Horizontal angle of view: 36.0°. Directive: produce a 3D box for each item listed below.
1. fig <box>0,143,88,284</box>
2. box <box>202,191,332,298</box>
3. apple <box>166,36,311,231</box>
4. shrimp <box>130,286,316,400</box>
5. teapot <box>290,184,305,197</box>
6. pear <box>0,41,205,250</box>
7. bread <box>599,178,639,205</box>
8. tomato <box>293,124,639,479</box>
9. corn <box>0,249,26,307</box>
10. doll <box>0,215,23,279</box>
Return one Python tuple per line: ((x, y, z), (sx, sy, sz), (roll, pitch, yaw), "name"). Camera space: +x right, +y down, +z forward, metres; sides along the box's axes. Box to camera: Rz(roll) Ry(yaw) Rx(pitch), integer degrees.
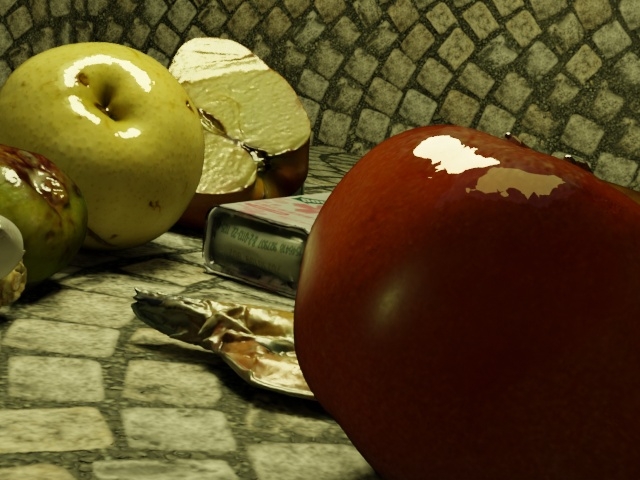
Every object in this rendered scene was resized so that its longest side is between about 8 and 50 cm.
((-0.383, -0.026, 1.179), (0.191, 0.181, 0.181), (-19, -4, 28), "fig")
((0.000, 0.000, 1.487), (0.190, 0.112, 0.370), (14, 14, 31), "box")
((-0.203, -0.183, 1.729), (0.365, 0.328, 0.295), (36, 11, 22), "apple")
((-0.057, 0.108, 0.984), (0.317, 0.062, 0.164), (13, 14, 12), "shrimp")
((-0.144, -0.126, 1.950), (0.225, 0.171, 0.203), (2, -21, 3), "teapot")
((-0.316, -0.127, 1.398), (0.309, 0.309, 0.309), (8, 10, -1), "pear")
((0.305, 0.032, 1.213), (0.279, 0.225, 0.250), (1, 11, -27), "bread")
((0.138, 0.074, 0.766), (0.341, 0.273, 0.341), (35, -2, 1), "tomato")
((-0.461, 0.016, 1.056), (0.293, 0.106, 0.106), (8, 10, 9), "corn")
((-0.530, -0.033, 0.923), (0.376, 0.187, 0.366), (13, 22, 37), "doll")
